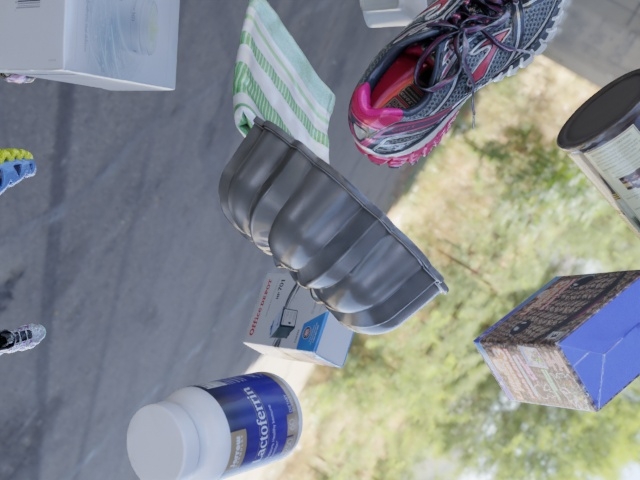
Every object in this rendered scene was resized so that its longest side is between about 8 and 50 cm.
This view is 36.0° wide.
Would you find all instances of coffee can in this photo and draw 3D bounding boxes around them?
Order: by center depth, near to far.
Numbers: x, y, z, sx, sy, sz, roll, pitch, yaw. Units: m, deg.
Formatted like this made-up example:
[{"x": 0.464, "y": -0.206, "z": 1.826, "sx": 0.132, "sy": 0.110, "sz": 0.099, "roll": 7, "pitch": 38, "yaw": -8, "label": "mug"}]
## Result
[{"x": 0.572, "y": -0.130, "z": 1.699, "sx": 0.201, "sy": 0.275, "sz": 0.201, "roll": -40, "pitch": -166, "yaw": 12, "label": "coffee can"}]

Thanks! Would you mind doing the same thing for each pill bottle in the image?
[{"x": -0.163, "y": 0.296, "z": 1.537, "sx": 0.265, "sy": 0.153, "sz": 0.153, "roll": -4, "pitch": 128, "yaw": -52, "label": "pill bottle"}]

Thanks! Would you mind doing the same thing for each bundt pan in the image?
[{"x": 0.000, "y": 0.000, "z": 1.245, "sx": 0.124, "sy": 0.331, "sz": 0.331, "roll": -49, "pitch": 170, "yaw": -4, "label": "bundt pan"}]

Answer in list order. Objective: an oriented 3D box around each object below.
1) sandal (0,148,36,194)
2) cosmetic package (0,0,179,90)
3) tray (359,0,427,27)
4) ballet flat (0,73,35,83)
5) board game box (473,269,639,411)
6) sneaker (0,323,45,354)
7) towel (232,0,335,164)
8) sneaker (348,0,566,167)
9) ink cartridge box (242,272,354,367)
[{"x": -0.647, "y": -0.084, "z": 1.777, "sx": 0.317, "sy": 0.126, "sz": 0.138, "roll": -28, "pitch": 112, "yaw": -47, "label": "sandal"}, {"x": -0.312, "y": -0.329, "z": 1.349, "sx": 0.225, "sy": 0.138, "sz": 0.224, "roll": -3, "pitch": 97, "yaw": -60, "label": "cosmetic package"}, {"x": 0.077, "y": -0.423, "z": 1.328, "sx": 0.030, "sy": 0.145, "sz": 0.270, "roll": -17, "pitch": 107, "yaw": -28, "label": "tray"}, {"x": -0.495, "y": -0.366, "z": 1.675, "sx": 0.221, "sy": 0.077, "sz": 0.079, "roll": -65, "pitch": 169, "yaw": 21, "label": "ballet flat"}, {"x": 0.460, "y": 0.176, "z": 1.778, "sx": 0.232, "sy": 0.141, "sz": 0.291, "roll": -35, "pitch": -173, "yaw": -19, "label": "board game box"}, {"x": -0.453, "y": 0.146, "z": 1.458, "sx": 0.098, "sy": 0.038, "sz": 0.069, "roll": -20, "pitch": 176, "yaw": -24, "label": "sneaker"}, {"x": -0.050, "y": -0.207, "z": 1.510, "sx": 0.038, "sy": 0.248, "sz": 0.325, "roll": -22, "pitch": -142, "yaw": 23, "label": "towel"}, {"x": 0.147, "y": -0.203, "z": 1.009, "sx": 0.299, "sy": 0.121, "sz": 0.112, "roll": -50, "pitch": 163, "yaw": -4, "label": "sneaker"}, {"x": -0.029, "y": 0.134, "z": 1.699, "sx": 0.082, "sy": 0.191, "sz": 0.139, "roll": 32, "pitch": 69, "yaw": -40, "label": "ink cartridge box"}]
